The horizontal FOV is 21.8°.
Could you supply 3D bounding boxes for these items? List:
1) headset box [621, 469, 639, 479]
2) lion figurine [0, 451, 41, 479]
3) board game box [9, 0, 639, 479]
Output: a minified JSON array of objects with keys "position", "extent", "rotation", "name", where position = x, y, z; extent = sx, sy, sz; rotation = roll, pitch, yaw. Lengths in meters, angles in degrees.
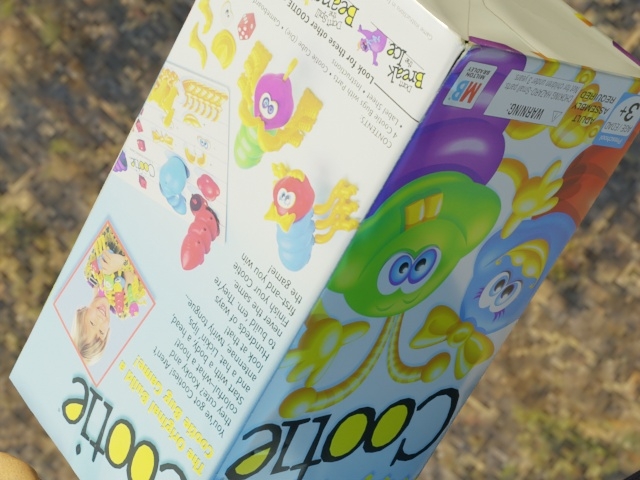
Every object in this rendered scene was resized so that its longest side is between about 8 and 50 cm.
[{"position":[0.190,0.275,0.743],"extent":[0.293,0.110,0.218],"rotation":[59,178,30],"name":"headset box"},{"position":[-0.220,0.281,1.506],"extent":[0.392,0.142,0.240],"rotation":[21,157,-2],"name":"lion figurine"},{"position":[0.000,0.000,0.744],"extent":[0.144,0.142,0.275],"rotation":[48,119,36],"name":"board game box"}]
